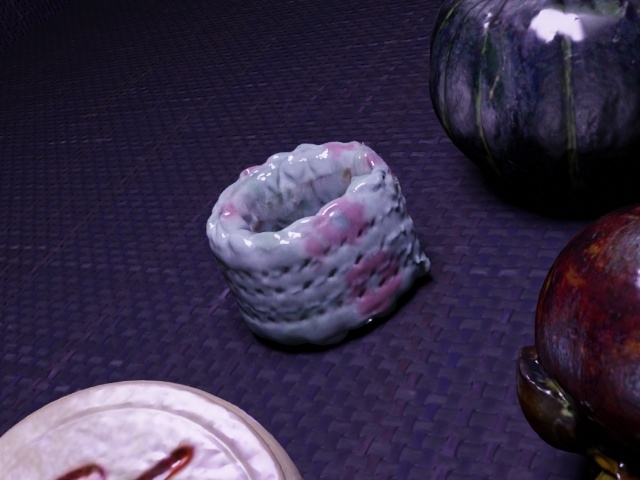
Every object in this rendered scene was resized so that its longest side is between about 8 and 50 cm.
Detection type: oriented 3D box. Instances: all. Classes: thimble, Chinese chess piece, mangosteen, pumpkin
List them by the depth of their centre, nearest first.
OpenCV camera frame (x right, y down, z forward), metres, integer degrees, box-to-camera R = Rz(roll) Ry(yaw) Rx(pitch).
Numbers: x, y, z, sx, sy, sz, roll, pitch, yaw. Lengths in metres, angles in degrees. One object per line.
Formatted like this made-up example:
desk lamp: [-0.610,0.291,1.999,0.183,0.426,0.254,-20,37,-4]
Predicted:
mangosteen: [0.240,0.106,0.538,0.231,0.231,0.289,35,104,52]
Chinese chess piece: [-0.131,0.230,0.559,0.270,0.112,0.270,-3,57,5]
thimble: [0.000,0.000,0.850,0.211,0.149,0.185,-12,33,16]
pumpkin: [0.272,-0.190,0.867,0.323,0.241,0.323,-11,36,8]
